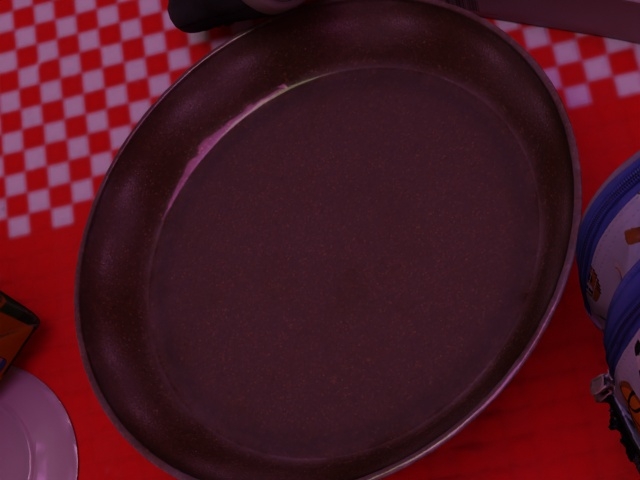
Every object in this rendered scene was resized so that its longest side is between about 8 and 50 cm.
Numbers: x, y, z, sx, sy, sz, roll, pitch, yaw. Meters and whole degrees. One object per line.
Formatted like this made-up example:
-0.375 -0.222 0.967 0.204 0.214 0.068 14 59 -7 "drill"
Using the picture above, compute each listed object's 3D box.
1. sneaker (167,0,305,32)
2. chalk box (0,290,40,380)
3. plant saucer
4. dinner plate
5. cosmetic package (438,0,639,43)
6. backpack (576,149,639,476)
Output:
-0.009 -0.219 0.735 0.222 0.118 0.083 -44 112 -27 "sneaker"
-0.358 0.034 0.680 0.289 0.179 0.180 30 83 26 "chalk box"
0.000 0.000 0.649 0.310 0.050 0.311 -12 60 21 "plant saucer"
-0.220 0.145 0.706 0.141 0.017 0.141 -4 71 11 "dinner plate"
0.194 -0.176 0.683 0.239 0.060 0.099 12 76 16 "cosmetic package"
0.243 0.030 0.503 0.276 0.263 0.213 -37 69 1 "backpack"
